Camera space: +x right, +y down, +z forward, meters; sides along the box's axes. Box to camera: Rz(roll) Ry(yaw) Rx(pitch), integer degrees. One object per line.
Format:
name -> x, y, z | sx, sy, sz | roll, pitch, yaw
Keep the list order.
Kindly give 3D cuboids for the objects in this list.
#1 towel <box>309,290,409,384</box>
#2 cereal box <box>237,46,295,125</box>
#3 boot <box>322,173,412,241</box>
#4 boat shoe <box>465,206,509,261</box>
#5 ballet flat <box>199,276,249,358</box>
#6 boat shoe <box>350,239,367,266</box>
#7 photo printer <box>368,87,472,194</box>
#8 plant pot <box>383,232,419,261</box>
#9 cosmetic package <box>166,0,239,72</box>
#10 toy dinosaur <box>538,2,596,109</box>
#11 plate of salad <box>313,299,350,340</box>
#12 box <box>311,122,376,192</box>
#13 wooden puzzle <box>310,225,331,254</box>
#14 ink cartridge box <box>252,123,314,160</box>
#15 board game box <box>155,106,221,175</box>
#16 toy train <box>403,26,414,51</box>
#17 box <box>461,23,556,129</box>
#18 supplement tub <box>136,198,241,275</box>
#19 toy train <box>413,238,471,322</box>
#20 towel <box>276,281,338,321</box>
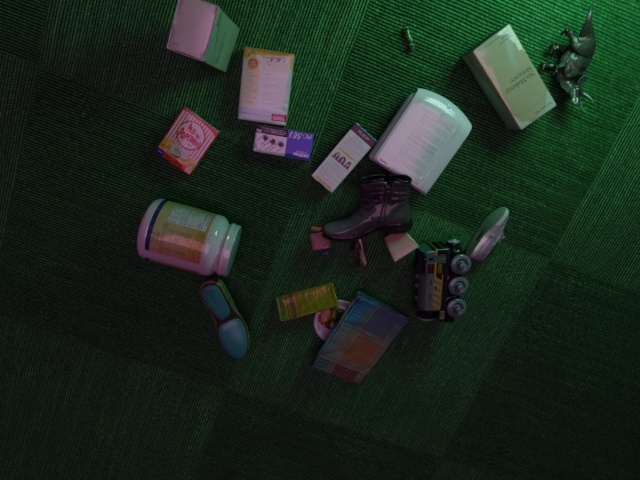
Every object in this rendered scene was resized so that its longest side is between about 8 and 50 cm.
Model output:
towel -> 0.157, 0.399, 1.772 | 0.272, 0.040, 0.370 | 26, 104, -24
cereal box -> -0.187, -0.528, 1.539 | 0.173, 0.047, 0.239 | 9, 106, -2
boot -> 0.157, -0.126, 1.583 | 0.339, 0.118, 0.222 | -11, 124, 4
boat shoe -> 0.640, -0.020, 1.673 | 0.081, 0.079, 0.227 | 26, 109, -17
ballet flat -> -0.366, 0.293, 1.741 | 0.123, 0.123, 0.348 | -19, 108, 6
boat shoe -> 0.139, 0.033, 1.694 | 0.049, 0.056, 0.152 | -17, 105, 0
photo printer -> 0.353, -0.352, 1.557 | 0.256, 0.107, 0.307 | 31, 103, -9
plant pot -> 0.292, 0.006, 1.666 | 0.109, 0.109, 0.096 | -34, 91, 9
cosmetic package -> -0.351, -0.627, 1.375 | 0.113, 0.309, 0.160 | 20, 105, -5
toy dinosaur -> 0.848, -0.613, 1.495 | 0.161, 0.121, 0.313 | 9, 101, -15
plate of salad -> 0.073, 0.333, 1.784 | 0.200, 0.048, 0.199 | 0, 105, 0
box -> 0.082, -0.296, 1.597 | 0.101, 0.060, 0.244 | 40, 102, -10
wooden puzzle -> 0.000, 0.000, 1.708 | 0.079, 0.014, 0.116 | -1, 106, 5
ink cartridge box -> -0.131, -0.351, 1.590 | 0.207, 0.046, 0.097 | 10, 107, -3
board game box -> -0.471, -0.353, 1.590 | 0.147, 0.045, 0.193 | 36, 103, -9
toy train -> 0.301, -0.680, 1.507 | 0.017, 0.023, 0.083 | -20, 105, 6
box -> 0.630, -0.538, 1.496 | 0.148, 0.121, 0.311 | -37, 102, 9
supplement tub -> -0.461, -0.004, 1.596 | 0.317, 0.228, 0.228 | 16, 105, -5
toy train -> 0.447, 0.155, 1.679 | 0.191, 0.142, 0.333 | -1, 108, -3
towel -> -0.054, 0.241, 1.753 | 0.238, 0.021, 0.102 | -16, 80, 5
